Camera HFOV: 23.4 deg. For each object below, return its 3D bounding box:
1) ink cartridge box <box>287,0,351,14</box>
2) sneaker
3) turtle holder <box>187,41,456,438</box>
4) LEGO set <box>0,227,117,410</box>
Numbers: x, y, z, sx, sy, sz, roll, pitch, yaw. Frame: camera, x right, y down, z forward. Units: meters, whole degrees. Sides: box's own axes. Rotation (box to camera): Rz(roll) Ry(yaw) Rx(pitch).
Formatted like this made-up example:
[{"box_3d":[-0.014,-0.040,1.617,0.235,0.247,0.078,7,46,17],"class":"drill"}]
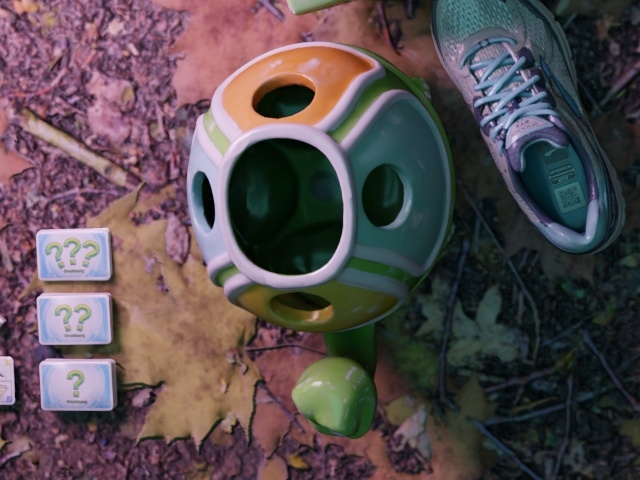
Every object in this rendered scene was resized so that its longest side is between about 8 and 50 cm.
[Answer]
[{"box_3d":[0.114,-0.339,1.312,0.353,0.119,0.207,-17,96,2],"class":"ink cartridge box"},{"box_3d":[0.185,-0.114,1.351,0.110,0.122,0.283,-30,92,15],"class":"sneaker"},{"box_3d":[-0.016,-0.012,1.356,0.243,0.227,0.320,22,103,7],"class":"turtle holder"},{"box_3d":[-0.327,0.079,1.526,0.244,0.060,0.182,0,95,12],"class":"LEGO set"}]
